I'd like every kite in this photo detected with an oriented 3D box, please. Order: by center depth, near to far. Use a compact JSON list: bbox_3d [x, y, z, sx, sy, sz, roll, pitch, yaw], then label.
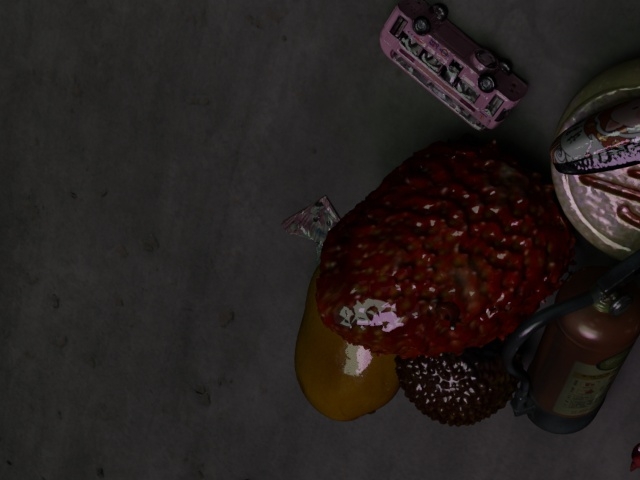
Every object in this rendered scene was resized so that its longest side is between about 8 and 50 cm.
[{"bbox_3d":[0.000,0.000,2.120,0.139,0.011,0.156,19,124,24],"label":"kite"}]

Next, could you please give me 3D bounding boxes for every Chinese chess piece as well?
[{"bbox_3d":[0.419,-0.095,1.751,0.270,0.112,0.270,13,122,23],"label":"Chinese chess piece"}]

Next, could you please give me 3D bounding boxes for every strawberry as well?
[{"bbox_3d":[0.164,0.034,1.830,0.292,0.343,0.292,18,130,23],"label":"strawberry"}]

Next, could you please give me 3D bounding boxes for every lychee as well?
[{"bbox_3d":[0.194,0.180,2.002,0.188,0.188,0.188,14,123,23],"label":"lychee"}]

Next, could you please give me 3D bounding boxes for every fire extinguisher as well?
[{"bbox_3d":[0.322,0.145,1.816,0.113,0.200,0.376,40,153,19],"label":"fire extinguisher"}]

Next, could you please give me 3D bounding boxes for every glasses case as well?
[{"bbox_3d":[0.387,-0.132,1.614,0.267,0.103,0.067,-15,104,32],"label":"glasses case"}]

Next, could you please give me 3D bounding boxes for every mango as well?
[{"bbox_3d":[0.049,0.149,2.091,0.175,0.139,0.254,21,120,23],"label":"mango"}]

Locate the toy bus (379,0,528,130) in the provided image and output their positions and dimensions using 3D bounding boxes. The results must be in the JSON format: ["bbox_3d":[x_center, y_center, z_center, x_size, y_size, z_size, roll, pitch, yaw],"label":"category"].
[{"bbox_3d":[0.171,-0.231,1.851,0.203,0.063,0.090,40,132,7],"label":"toy bus"}]

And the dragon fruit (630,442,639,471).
[{"bbox_3d":[0.605,0.293,1.785,0.386,0.249,0.371,27,143,19],"label":"dragon fruit"}]
